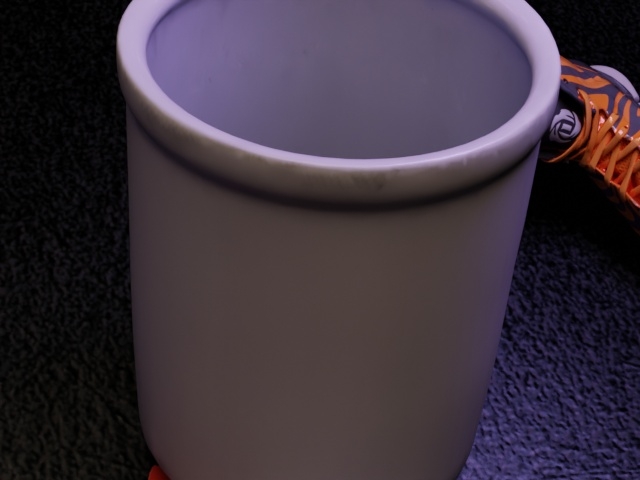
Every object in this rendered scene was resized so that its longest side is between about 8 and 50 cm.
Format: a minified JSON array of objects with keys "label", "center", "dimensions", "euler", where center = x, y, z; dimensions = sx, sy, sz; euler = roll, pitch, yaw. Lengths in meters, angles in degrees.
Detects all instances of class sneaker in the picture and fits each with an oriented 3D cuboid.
[{"label":"sneaker","center":[0.287,-0.076,1.460],"dimensions":[0.180,0.124,0.321],"euler":[9,30,-44]}]

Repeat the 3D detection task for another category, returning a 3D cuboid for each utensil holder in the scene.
[{"label":"utensil holder","center":[0.000,0.000,1.198],"dimensions":[0.328,0.385,0.327],"euler":[4,39,-3]}]

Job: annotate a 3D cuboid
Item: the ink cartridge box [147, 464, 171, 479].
[{"label":"ink cartridge box","center":[-0.049,0.276,1.218],"dimensions":[0.232,0.066,0.189],"euler":[15,51,0]}]
